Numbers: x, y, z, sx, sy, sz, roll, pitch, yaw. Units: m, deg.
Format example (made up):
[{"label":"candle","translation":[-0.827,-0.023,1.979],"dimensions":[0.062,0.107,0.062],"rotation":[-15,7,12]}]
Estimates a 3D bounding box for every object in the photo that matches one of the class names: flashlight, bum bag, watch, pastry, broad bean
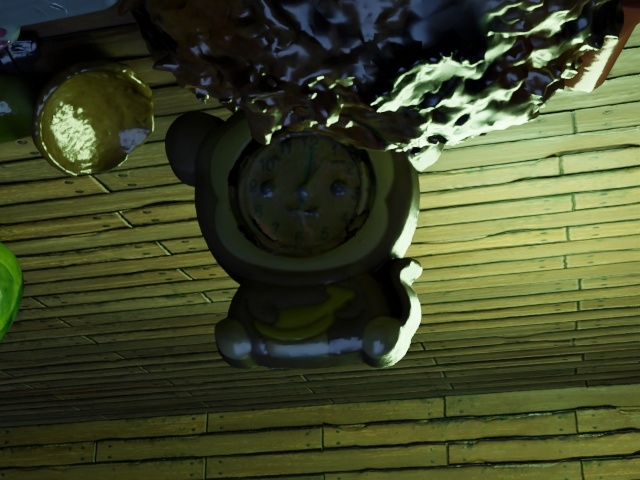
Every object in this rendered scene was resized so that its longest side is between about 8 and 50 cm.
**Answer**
[{"label":"flashlight","translation":[-0.289,-0.238,0.977],"dimensions":[0.201,0.047,0.093],"rotation":[-9,156,20]},{"label":"bum bag","translation":[-0.370,-0.205,1.069],"dimensions":[0.125,0.034,0.057],"rotation":[1,143,-6]},{"label":"watch","translation":[0.000,0.000,1.170],"dimensions":[0.314,0.335,0.327],"rotation":[-4,166,8]},{"label":"pastry","translation":[0.057,-0.218,0.724],"dimensions":[0.405,0.292,0.337],"rotation":[11,154,-36]},{"label":"broad bean","translation":[-0.413,-0.154,1.145],"dimensions":[0.175,0.082,0.124],"rotation":[-20,155,17]}]

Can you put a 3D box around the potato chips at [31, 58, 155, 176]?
[{"label":"potato chips","translation":[-0.271,-0.150,1.159],"dimensions":[0.150,0.049,0.201],"rotation":[-30,153,0]}]

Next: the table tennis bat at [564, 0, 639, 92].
[{"label":"table tennis bat","translation":[0.314,-0.276,0.912],"dimensions":[0.268,0.051,0.414],"rotation":[2,154,-7]}]

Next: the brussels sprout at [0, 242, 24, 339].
[{"label":"brussels sprout","translation":[-0.583,0.094,1.530],"dimensions":[0.210,0.219,0.271],"rotation":[16,136,-27]}]
